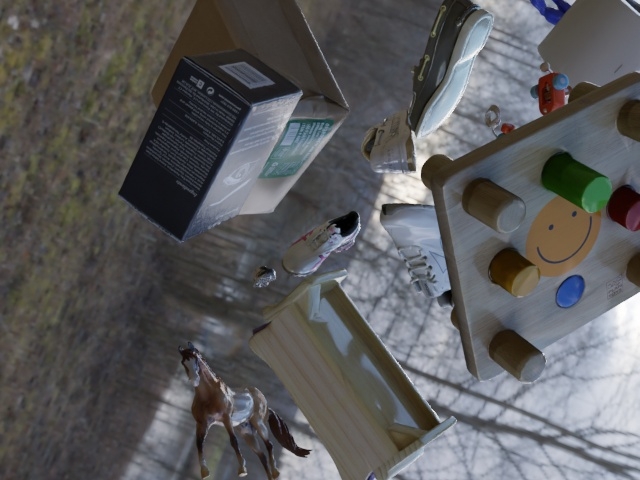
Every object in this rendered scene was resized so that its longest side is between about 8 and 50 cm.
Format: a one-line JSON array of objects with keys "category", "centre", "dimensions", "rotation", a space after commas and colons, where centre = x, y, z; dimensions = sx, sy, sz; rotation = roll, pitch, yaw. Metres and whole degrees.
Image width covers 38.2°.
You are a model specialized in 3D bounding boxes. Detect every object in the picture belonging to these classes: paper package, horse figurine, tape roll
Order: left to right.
[{"category": "horse figurine", "centre": [-0.114, 0.257, 1.306], "dimensions": [0.066, 0.263, 0.174], "rotation": [-30, -121, 20]}, {"category": "paper package", "centre": [-0.137, -0.245, 1.647], "dimensions": [0.325, 0.168, 0.309], "rotation": [-48, -120, 48]}, {"category": "tape roll", "centre": [0.543, -0.343, 1.686], "dimensions": [0.169, 0.246, 0.246], "rotation": [-52, -171, 29]}]

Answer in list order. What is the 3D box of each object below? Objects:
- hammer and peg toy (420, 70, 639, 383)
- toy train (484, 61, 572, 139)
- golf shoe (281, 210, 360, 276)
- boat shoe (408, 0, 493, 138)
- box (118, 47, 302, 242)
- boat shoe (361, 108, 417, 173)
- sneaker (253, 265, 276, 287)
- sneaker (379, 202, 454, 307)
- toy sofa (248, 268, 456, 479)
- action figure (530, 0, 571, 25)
[{"category": "hammer and peg toy", "centre": [0.286, -0.026, 0.939], "dimensions": [0.127, 0.361, 0.266], "rotation": [41, -28, 53]}, {"category": "toy train", "centre": [0.280, -0.152, 1.208], "dimensions": [0.166, 0.046, 0.125], "rotation": [154, -65, -66]}, {"category": "golf shoe", "centre": [0.000, 0.000, 1.759], "dimensions": [0.186, 0.067, 0.086], "rotation": [-34, 159, -33]}, {"category": "boat shoe", "centre": [0.231, -0.330, 1.782], "dimensions": [0.109, 0.091, 0.305], "rotation": [-30, 153, -40]}, {"category": "box", "centre": [-0.136, -0.121, 1.155], "dimensions": [0.207, 0.108, 0.153], "rotation": [-58, 169, 24]}, {"category": "boat shoe", "centre": [0.121, -0.181, 1.694], "dimensions": [0.277, 0.096, 0.098], "rotation": [-77, 158, -75]}, {"category": "sneaker", "centre": [-0.128, 0.074, 2.043], "dimensions": [0.109, 0.040, 0.044], "rotation": [145, -58, -65]}, {"category": "sneaker", "centre": [0.193, 0.024, 1.601], "dimensions": [0.297, 0.111, 0.129], "rotation": [36, 66, -45]}, {"category": "toy sofa", "centre": [0.051, 0.242, 1.630], "dimensions": [0.177, 0.362, 0.150], "rotation": [-44, 164, 27]}, {"category": "action figure", "centre": [0.525, -0.447, 1.973], "dimensions": [0.091, 0.280, 0.139], "rotation": [-34, 146, -13]}]
